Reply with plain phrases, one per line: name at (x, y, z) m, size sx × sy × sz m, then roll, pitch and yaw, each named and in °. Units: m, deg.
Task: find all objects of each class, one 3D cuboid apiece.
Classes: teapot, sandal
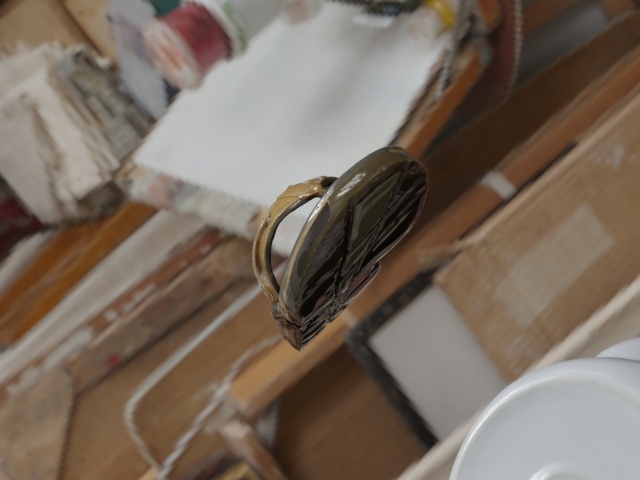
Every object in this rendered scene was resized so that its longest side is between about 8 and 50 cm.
teapot at (0.226, 0.210, 1.103) m, size 0.256 × 0.187 × 0.252 m, roll -52°, pitch 52°, yaw 21°
sandal at (0.000, 0.000, 0.816) m, size 0.060 × 0.090 × 0.219 m, roll 47°, pitch 167°, yaw 8°
